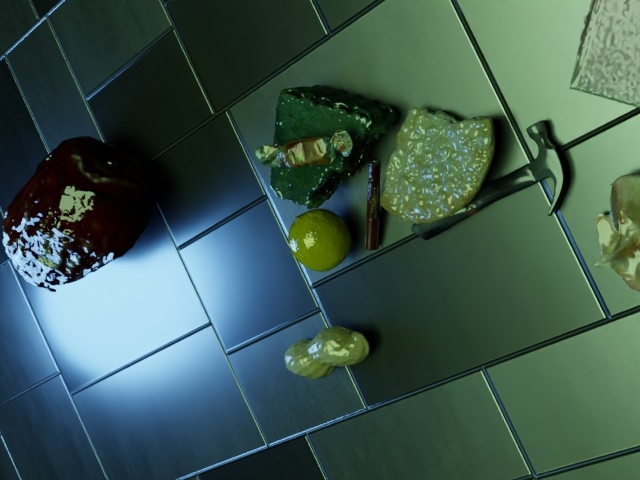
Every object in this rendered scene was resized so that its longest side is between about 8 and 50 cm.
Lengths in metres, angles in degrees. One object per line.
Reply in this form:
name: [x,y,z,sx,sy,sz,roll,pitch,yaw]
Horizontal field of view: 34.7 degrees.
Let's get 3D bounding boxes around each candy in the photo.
candy: [-0.023,-0.148,1.687,0.182,0.046,0.053,-5,99,31]

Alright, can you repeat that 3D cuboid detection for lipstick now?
lipstick: [0.089,-0.063,1.744,0.027,0.027,0.176,21,128,30]

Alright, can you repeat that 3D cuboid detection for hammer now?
hammer: [0.267,-0.066,1.637,0.290,0.037,0.137,-29,83,37]

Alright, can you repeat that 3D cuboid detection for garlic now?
garlic: [0.458,-0.009,1.482,0.124,0.099,0.174,-10,96,22]

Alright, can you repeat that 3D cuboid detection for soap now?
soap: [0.491,-0.262,1.396,0.259,0.081,0.181,21,115,29]

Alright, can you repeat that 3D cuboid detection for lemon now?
lemon: [0.000,0.000,1.799,0.109,0.109,0.133,-7,141,37]

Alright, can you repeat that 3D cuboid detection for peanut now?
peanut: [0.013,0.204,1.868,0.187,0.082,0.082,-27,86,36]

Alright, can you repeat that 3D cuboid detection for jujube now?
jujube: [-0.499,-0.054,2.074,0.377,0.258,0.258,-34,82,30]

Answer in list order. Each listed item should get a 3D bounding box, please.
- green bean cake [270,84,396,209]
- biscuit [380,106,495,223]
green bean cake: [0.019,-0.152,1.749,0.193,0.107,0.208,21,115,27]
biscuit: [0.184,-0.128,1.654,0.265,0.040,0.188,-32,68,44]
